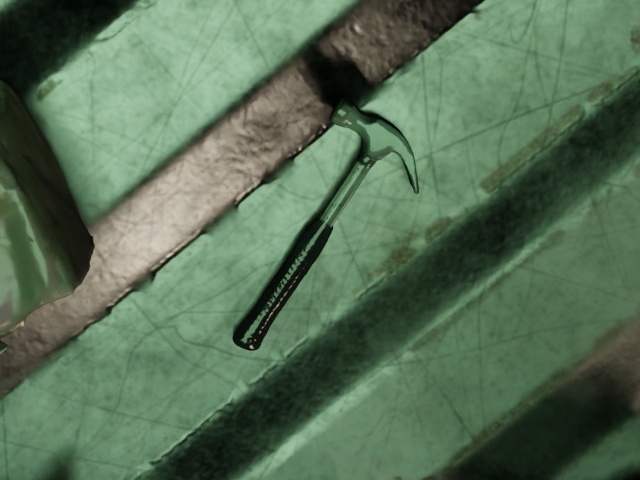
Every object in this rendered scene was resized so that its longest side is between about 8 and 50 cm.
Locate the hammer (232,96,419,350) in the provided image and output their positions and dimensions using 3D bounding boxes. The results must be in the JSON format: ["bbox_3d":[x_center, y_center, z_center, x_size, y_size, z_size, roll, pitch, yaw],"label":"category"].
[{"bbox_3d":[0.000,0.000,1.324,0.103,0.029,0.246,30,101,-10],"label":"hammer"}]

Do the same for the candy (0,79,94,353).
[{"bbox_3d":[-0.284,-0.019,1.216,0.137,0.185,0.195,-25,105,6],"label":"candy"}]
